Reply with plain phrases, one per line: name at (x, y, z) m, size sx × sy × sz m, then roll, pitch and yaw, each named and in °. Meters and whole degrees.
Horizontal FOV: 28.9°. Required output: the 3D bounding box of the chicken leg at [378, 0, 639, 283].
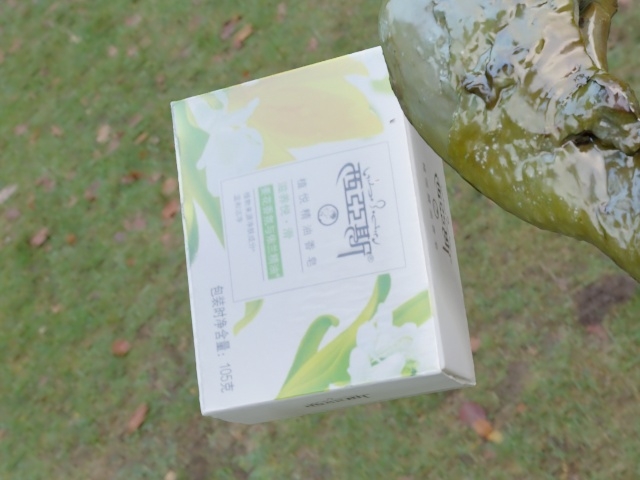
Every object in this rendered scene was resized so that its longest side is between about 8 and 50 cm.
chicken leg at (0.083, -0.039, 0.396) m, size 0.093 × 0.070 × 0.178 m, roll -51°, pitch 49°, yaw 25°

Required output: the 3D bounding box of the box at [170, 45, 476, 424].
box at (0.000, 0.000, 0.971) m, size 0.194 × 0.111 × 0.260 m, roll -13°, pitch 71°, yaw 18°
